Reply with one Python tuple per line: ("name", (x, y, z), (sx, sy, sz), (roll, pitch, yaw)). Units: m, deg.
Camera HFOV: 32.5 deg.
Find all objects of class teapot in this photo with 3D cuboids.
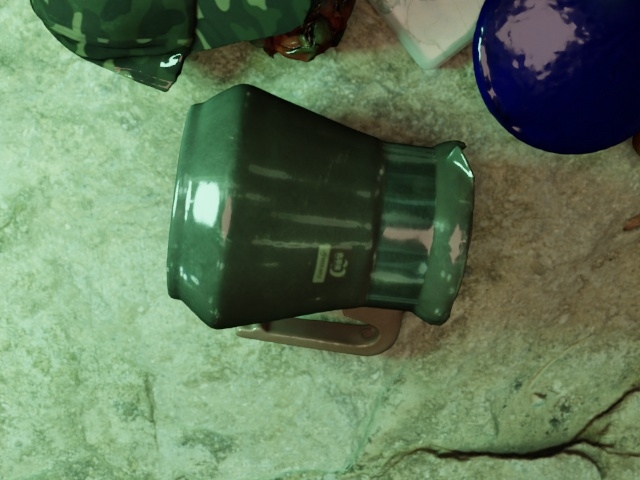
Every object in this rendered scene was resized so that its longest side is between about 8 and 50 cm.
("teapot", (0.000, 0.000, 1.382), (0.361, 0.306, 0.376), (8, 132, -2))

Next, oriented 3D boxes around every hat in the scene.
("hat", (-0.186, -0.352, 1.258), (0.257, 0.381, 0.366), (-16, 102, -26))

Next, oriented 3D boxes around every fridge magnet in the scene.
("fridge magnet", (0.315, -0.237, 1.346), (0.265, 0.113, 0.265), (-1, 104, -4))

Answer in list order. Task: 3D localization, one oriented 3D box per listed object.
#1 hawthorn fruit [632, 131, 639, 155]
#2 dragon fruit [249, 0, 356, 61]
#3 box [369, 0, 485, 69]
("hawthorn fruit", (0.436, -0.127, 1.392), (0.077, 0.077, 0.077), (1, 103, 6))
("dragon fruit", (-0.023, -0.284, 1.375), (0.121, 0.142, 0.130), (16, 118, -12))
("box", (0.105, -0.365, 1.391), (0.142, 0.044, 0.285), (-37, 96, 17))
